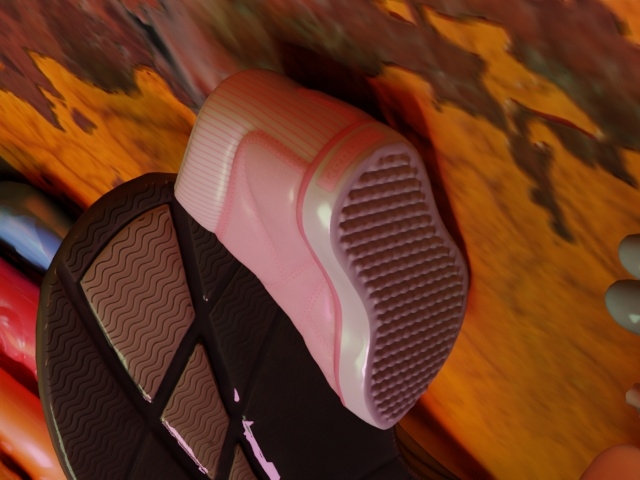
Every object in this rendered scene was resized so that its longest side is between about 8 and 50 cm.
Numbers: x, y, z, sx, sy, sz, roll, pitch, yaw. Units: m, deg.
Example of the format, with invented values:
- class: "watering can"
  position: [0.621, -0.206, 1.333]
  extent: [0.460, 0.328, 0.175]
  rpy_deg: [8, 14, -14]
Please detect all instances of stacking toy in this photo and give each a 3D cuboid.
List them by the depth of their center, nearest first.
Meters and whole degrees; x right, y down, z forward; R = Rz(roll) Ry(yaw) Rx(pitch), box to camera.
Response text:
- class: "stacking toy"
  position: [-0.198, 0.130, 0.772]
  extent: [0.166, 0.302, 0.175]
  rpy_deg: [47, 161, -22]

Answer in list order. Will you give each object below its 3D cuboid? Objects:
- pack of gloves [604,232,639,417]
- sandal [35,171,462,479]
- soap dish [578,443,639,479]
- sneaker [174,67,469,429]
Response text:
- class: "pack of gloves"
  position: [0.160, 0.095, 0.374]
  extent: [0.232, 0.046, 0.195]
  rpy_deg: [30, 160, 29]
- class: "sandal"
  position: [-0.016, 0.091, 0.626]
  extent: [0.086, 0.120, 0.303]
  rpy_deg: [41, 170, 51]
- class: "soap dish"
  position: [0.116, 0.177, 0.418]
  extent: [0.229, 0.118, 0.291]
  rpy_deg: [45, 179, 20]
- class: "sneaker"
  position: [0.000, 0.000, 0.464]
  extent: [0.070, 0.051, 0.134]
  rpy_deg: [32, 158, 29]
